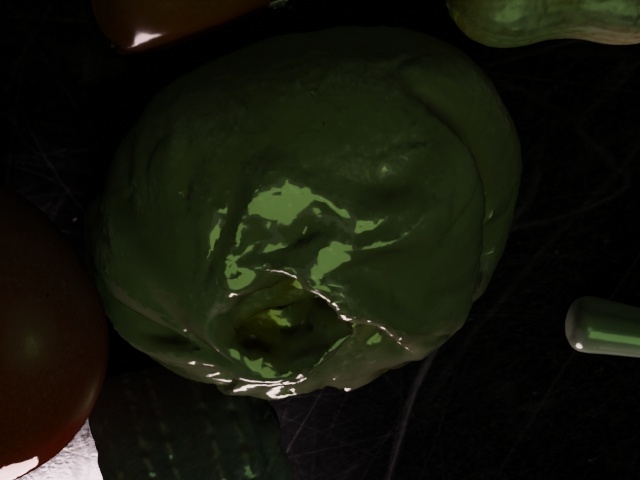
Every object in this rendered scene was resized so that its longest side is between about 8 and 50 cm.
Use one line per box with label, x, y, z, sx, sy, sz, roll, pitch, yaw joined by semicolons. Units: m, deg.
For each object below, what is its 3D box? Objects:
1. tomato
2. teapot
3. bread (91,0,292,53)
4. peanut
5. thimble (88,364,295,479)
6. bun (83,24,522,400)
tomato;-0.286;0.072;1.220;0.224;0.256;0.256;-41;143;-19
teapot;0.427;0.097;1.560;0.318;0.149;0.220;15;138;-33
bread;-0.050;-0.301;0.958;0.324;0.143;0.333;-23;136;9
peanut;0.196;-0.191;1.218;0.207;0.087;0.087;-6;137;-14
thimble;-0.116;0.218;1.467;0.172;0.205;0.236;-11;138;-8
bun;0.000;0.000;1.261;0.365;0.219;0.365;-10;142;-8
